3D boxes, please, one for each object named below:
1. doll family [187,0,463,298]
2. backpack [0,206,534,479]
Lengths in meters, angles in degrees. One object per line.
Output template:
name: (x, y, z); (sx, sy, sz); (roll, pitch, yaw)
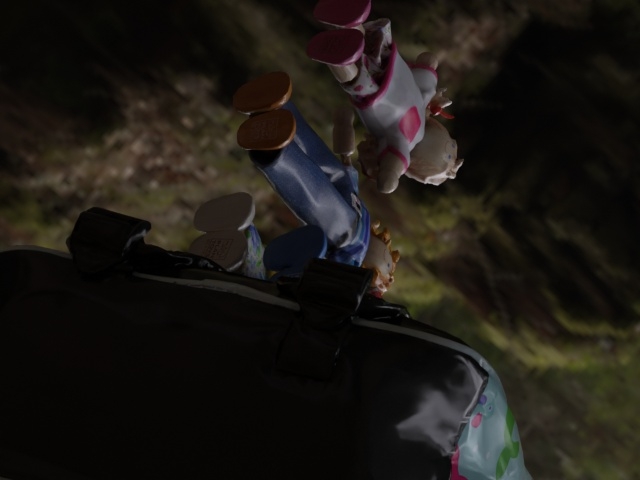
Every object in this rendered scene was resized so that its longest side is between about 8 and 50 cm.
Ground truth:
doll family: (0.000, 0.000, 0.971); (0.118, 0.163, 0.263); (-9, -131, 25)
backpack: (-0.026, 0.118, 0.733); (0.253, 0.225, 0.191); (48, 54, -68)
